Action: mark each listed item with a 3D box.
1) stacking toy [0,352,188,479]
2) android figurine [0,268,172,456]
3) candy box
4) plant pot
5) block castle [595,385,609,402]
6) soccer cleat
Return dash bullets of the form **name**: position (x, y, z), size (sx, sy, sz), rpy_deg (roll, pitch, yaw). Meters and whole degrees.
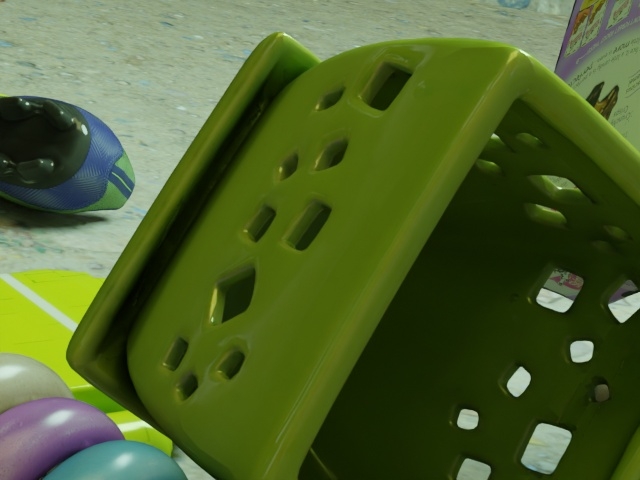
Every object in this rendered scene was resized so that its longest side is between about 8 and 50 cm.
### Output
- **stacking toy**: position (-0.034, 0.173, 0.767), size (0.330, 0.141, 0.141), rpy_deg (27, 22, 25)
- **android figurine**: position (-0.175, 0.072, 1.097), size (0.273, 0.056, 0.248), rpy_deg (-4, 22, -39)
- **candy box**: position (0.184, -0.075, 1.084), size (0.070, 0.196, 0.165), rpy_deg (23, -18, -14)
- **plant pot**: position (0.031, 0.039, 0.944), size (0.207, 0.227, 0.228), rpy_deg (20, -15, 49)
- **block castle**: position (0.310, 0.024, 1.019), size (0.212, 0.303, 0.453), rpy_deg (10, 2, -21)
- **soccer cleat**: position (-0.268, -0.077, 1.524), size (0.289, 0.093, 0.121), rpy_deg (16, -13, 34)
